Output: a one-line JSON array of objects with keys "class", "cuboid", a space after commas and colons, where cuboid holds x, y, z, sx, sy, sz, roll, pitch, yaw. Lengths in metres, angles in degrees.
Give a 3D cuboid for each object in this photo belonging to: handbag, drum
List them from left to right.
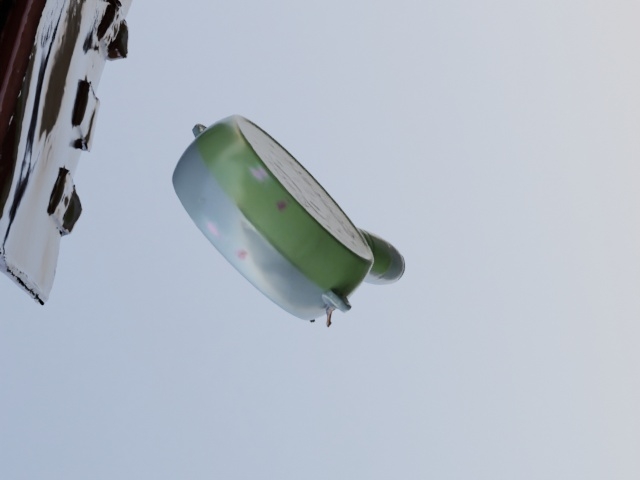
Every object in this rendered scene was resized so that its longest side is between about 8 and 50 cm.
[{"class": "handbag", "cuboid": [-0.170, -0.103, 0.824, 0.275, 0.084, 0.260, 106, 176, -82]}, {"class": "drum", "cuboid": [-0.014, -0.015, 0.809, 0.130, 0.049, 0.253, 48, -171, 5]}]
